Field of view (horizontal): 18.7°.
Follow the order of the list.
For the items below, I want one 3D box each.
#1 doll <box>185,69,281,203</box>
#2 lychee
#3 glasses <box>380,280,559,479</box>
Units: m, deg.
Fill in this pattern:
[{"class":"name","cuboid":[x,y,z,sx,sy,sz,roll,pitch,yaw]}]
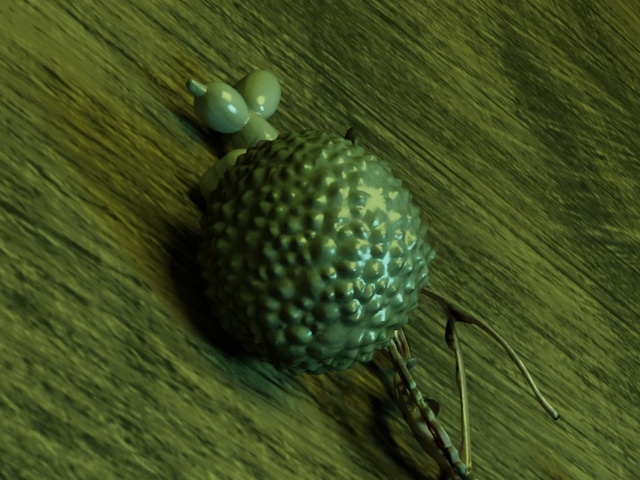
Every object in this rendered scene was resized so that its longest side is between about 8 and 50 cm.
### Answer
[{"class":"doll","cuboid":[-0.046,-0.058,1.484,0.161,0.059,0.160,57,23,8]},{"class":"lychee","cuboid":[0.000,0.000,1.346,0.165,0.165,0.197,46,57,-18]},{"class":"glasses","cuboid":[0.085,0.079,1.456,0.162,0.095,0.255,43,16,-54]}]
